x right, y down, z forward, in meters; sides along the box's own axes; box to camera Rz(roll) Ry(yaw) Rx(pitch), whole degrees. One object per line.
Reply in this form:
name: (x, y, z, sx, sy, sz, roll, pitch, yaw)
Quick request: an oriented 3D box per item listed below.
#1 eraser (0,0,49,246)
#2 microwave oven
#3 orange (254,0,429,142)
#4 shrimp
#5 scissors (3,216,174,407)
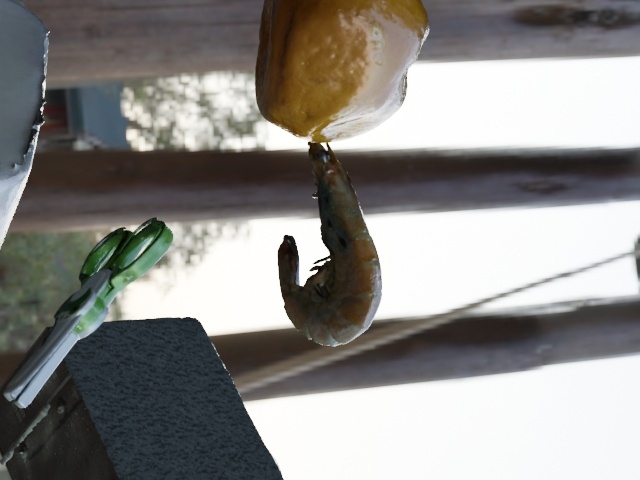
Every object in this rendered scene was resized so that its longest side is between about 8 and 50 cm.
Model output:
eraser: (-0.369, -0.127, 1.126, 0.150, 0.331, 0.331, -62, -151, 32)
microwave oven: (-0.264, 0.363, 1.909, 0.236, 0.374, 0.432, -47, -119, 31)
orange: (0.028, -0.232, 1.378, 0.249, 0.183, 0.249, -173, -90, -80)
shrimp: (-0.001, 0.000, 1.420, 0.143, 0.052, 0.251, -22, -116, 33)
scissors: (-0.200, 0.059, 1.041, 0.101, 0.027, 0.204, -16, -147, 43)
